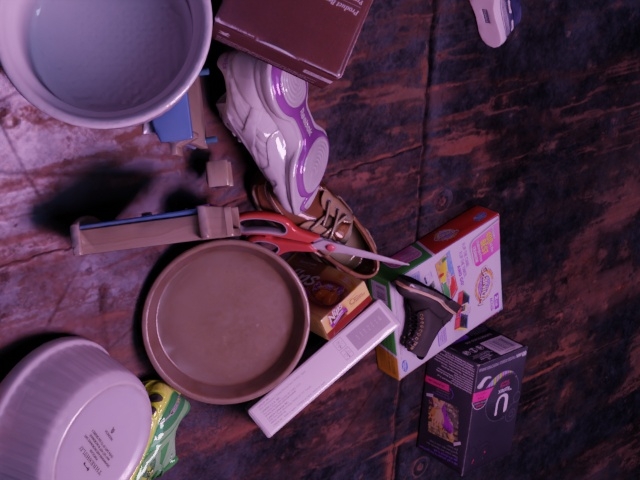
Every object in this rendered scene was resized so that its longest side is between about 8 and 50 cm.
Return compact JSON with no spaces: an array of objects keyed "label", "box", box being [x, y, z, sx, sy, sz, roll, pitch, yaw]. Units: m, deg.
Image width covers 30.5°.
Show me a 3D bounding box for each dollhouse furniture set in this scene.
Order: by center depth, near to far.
[{"label":"dollhouse furniture set","box":[-0.257,-0.142,1.760,0.286,0.198,0.303,-9,93,-83]}]

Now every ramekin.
[{"label":"ramekin","box":[-0.278,-0.276,1.538,0.277,0.135,0.277,0,88,-4]},{"label":"ramekin","box":[-0.371,0.289,1.775,0.273,0.127,0.273,-37,137,-45]}]

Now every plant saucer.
[{"label":"plant saucer","box":[-0.155,0.132,1.929,0.278,0.041,0.278,-2,100,-11]}]

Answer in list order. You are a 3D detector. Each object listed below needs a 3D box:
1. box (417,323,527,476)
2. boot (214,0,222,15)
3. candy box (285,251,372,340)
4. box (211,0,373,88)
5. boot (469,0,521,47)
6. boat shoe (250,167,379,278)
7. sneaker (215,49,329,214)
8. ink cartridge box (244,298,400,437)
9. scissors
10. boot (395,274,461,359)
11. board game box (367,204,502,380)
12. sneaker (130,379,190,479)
[{"label":"box","box":[0.322,0.336,2.507,0.165,0.143,0.270,-15,120,-39]},{"label":"boot","box":[-0.061,-0.349,1.825,0.207,0.246,0.094,-6,93,-7]},{"label":"candy box","box":[-0.014,0.093,2.027,0.109,0.186,0.053,-41,129,-22]},{"label":"box","box":[0.006,-0.426,1.646,0.191,0.143,0.381,24,85,-9]},{"label":"boot","box":[0.327,-0.459,2.193,0.086,0.069,0.190,-49,144,-25]},{"label":"boat shoe","box":[0.007,-0.034,2.035,0.122,0.120,0.324,-57,137,-8]},{"label":"sneaker","box":[-0.077,-0.177,1.853,0.114,0.152,0.305,-50,140,-38]},{"label":"ink cartridge box","box":[-0.004,0.226,2.092,0.296,0.261,0.066,-40,89,-8]},{"label":"scissors","box":[0.000,0.000,1.964,0.021,0.297,0.109,-76,166,-47]},{"label":"boot","box":[0.183,0.152,2.241,0.198,0.077,0.137,28,94,-46]},{"label":"board game box","box":[0.238,0.102,2.369,0.316,0.064,0.242,-29,128,-32]},{"label":"sneaker","box":[-0.298,0.379,1.944,0.123,0.109,0.295,28,89,-44]}]
